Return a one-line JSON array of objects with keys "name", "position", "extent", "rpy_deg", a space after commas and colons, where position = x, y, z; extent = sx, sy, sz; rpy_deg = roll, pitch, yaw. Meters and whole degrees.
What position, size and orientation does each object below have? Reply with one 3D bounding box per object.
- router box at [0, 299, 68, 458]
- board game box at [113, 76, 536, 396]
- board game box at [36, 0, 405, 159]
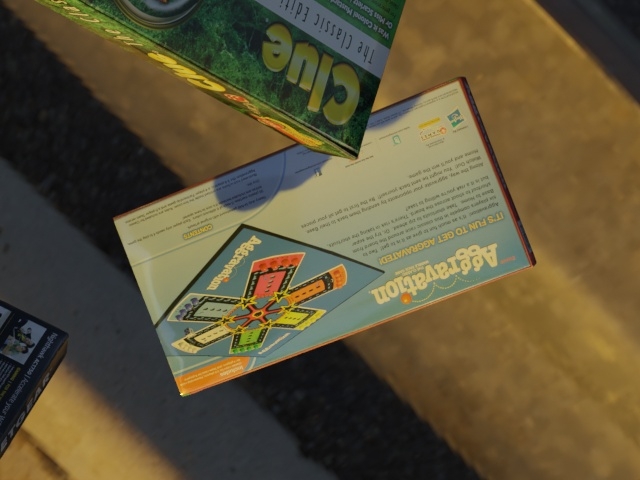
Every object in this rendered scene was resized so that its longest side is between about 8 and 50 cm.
[{"name": "router box", "position": [-0.332, 0.133, 1.525], "extent": [0.133, 0.046, 0.179], "rpy_deg": [26, 56, 5]}, {"name": "board game box", "position": [0.000, 0.000, 1.206], "extent": [0.281, 0.027, 0.145], "rpy_deg": [-21, 89, 15]}, {"name": "board game box", "position": [-0.049, -0.131, 0.553], "extent": [0.259, 0.030, 0.136], "rpy_deg": [27, 77, -50]}]
